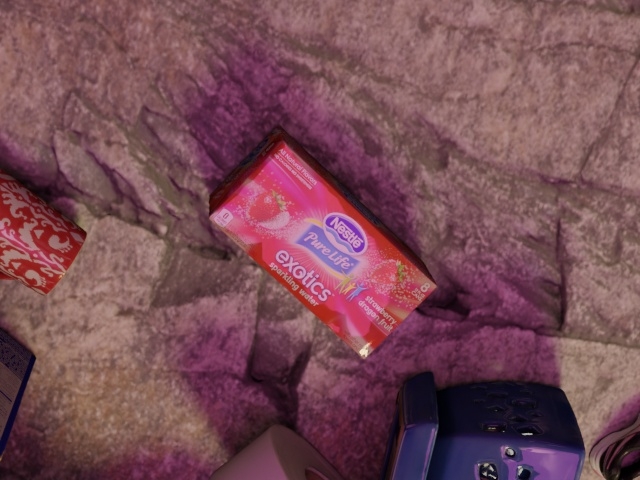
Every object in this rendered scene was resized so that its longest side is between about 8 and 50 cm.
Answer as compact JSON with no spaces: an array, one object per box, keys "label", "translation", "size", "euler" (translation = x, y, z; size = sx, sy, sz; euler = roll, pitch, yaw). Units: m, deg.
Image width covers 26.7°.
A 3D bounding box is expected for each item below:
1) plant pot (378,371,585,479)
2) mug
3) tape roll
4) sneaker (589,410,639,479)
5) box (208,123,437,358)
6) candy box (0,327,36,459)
[{"label":"plant pot","translation":[0.181,0.296,1.633],"size":[0.212,0.236,0.236],"euler":[12,103,0]},{"label":"mug","translation":[-0.375,-0.015,1.585],"size":[0.169,0.150,0.113],"euler":[34,63,-16]},{"label":"tape roll","translation":[-0.006,0.360,1.604],"size":[0.100,0.286,0.286],"euler":[-40,104,6]},{"label":"sneaker","translation":[0.430,0.253,1.715],"size":[0.072,0.077,0.178],"euler":[42,97,-14]},{"label":"box","translation":[0.000,0.000,1.593],"size":[0.257,0.122,0.128],"euler":[43,97,-13]},{"label":"candy box","translation":[-0.460,0.244,1.519],"size":[0.122,0.317,0.268],"euler":[40,98,-13]}]
